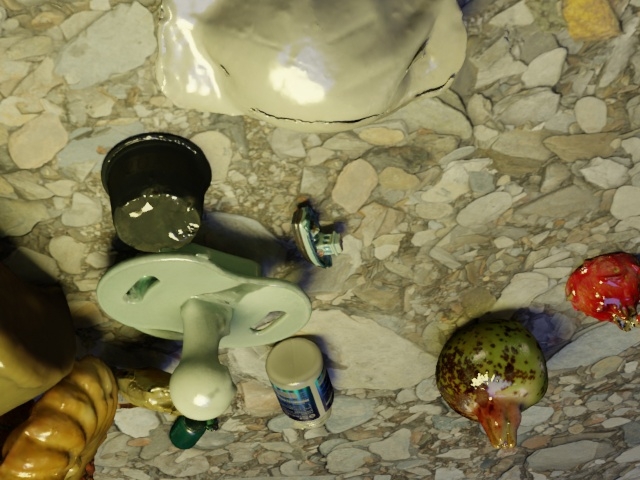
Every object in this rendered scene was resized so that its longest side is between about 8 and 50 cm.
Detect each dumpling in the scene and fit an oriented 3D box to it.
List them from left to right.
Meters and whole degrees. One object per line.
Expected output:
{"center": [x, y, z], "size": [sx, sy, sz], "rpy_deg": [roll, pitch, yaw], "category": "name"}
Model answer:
{"center": [-0.002, -0.250, 0.969], "size": [0.341, 0.181, 0.260], "rpy_deg": [10, 129, 9], "category": "dumpling"}

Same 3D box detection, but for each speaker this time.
{"center": [-0.254, 0.375, 1.701], "size": [0.094, 0.060, 0.075], "rpy_deg": [-20, 155, -49], "category": "speaker"}

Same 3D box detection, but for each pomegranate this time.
{"center": [0.322, 0.274, 1.560], "size": [0.214, 0.248, 0.214], "rpy_deg": [-2, 142, -2], "category": "pomegranate"}

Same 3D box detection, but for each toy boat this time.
{"center": [0.000, 0.000, 1.323], "size": [0.066, 0.059, 0.140], "rpy_deg": [-1, 143, 16], "category": "toy boat"}

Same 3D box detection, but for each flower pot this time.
{"center": [-0.229, -0.056, 1.181], "size": [0.157, 0.107, 0.157], "rpy_deg": [-6, 140, -5], "category": "flower pot"}

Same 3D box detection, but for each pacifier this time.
{"center": [-0.186, 0.149, 1.302], "size": [0.343, 0.269, 0.288], "rpy_deg": [19, 143, -26], "category": "pacifier"}

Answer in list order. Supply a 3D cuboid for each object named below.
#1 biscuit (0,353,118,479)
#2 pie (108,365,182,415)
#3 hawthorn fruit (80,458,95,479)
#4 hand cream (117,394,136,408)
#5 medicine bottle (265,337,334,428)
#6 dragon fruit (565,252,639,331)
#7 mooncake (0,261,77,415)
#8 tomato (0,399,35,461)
{"center": [-0.420, 0.336, 1.325], "size": [0.107, 0.326, 0.326], "rpy_deg": [30, 130, -2], "category": "biscuit"}
{"center": [-0.292, 0.250, 1.439], "size": [0.128, 0.068, 0.282], "rpy_deg": [12, 177, -30], "category": "pie"}
{"center": [-0.559, 0.443, 1.600], "size": [0.253, 0.205, 0.205], "rpy_deg": [1, 138, 0], "category": "hawthorn fruit"}
{"center": [-0.384, 0.286, 1.580], "size": [0.163, 0.039, 0.062], "rpy_deg": [5, 120, -21], "category": "hand cream"}
{"center": [-0.033, 0.275, 1.588], "size": [0.107, 0.107, 0.191], "rpy_deg": [-13, 139, 2], "category": "medicine bottle"}
{"center": [0.527, 0.104, 1.520], "size": [0.153, 0.111, 0.153], "rpy_deg": [-7, 135, -7], "category": "dragon fruit"}
{"center": [-0.539, 0.075, 1.165], "size": [0.246, 0.393, 0.394], "rpy_deg": [-32, 95, -5], "category": "mooncake"}
{"center": [-0.621, 0.352, 1.408], "size": [0.303, 0.303, 0.239], "rpy_deg": [-13, 150, 2], "category": "tomato"}
